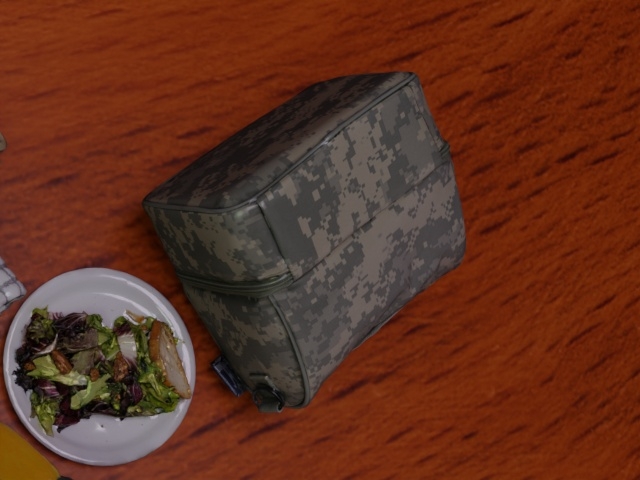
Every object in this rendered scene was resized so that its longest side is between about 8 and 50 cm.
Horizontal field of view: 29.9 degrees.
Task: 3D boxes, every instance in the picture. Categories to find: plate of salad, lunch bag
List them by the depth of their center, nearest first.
[{"bbox_3d":[-0.212,0.122,1.187,0.200,0.048,0.200,9,71,-28],"label":"plate of salad"},{"bbox_3d":[0.000,0.000,1.253,0.305,0.212,0.256,-38,112,-30],"label":"lunch bag"}]

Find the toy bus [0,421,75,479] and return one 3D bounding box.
[{"bbox_3d":[-0.212,0.314,1.054,0.333,0.130,0.108,46,56,-2],"label":"toy bus"}]

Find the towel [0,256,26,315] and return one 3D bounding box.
[{"bbox_3d":[-0.440,0.041,1.038,0.235,0.121,0.283,50,52,2],"label":"towel"}]

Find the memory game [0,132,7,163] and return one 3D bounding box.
[{"bbox_3d":[-0.373,-0.132,1.128,0.186,0.012,0.186,41,20,-19],"label":"memory game"}]
